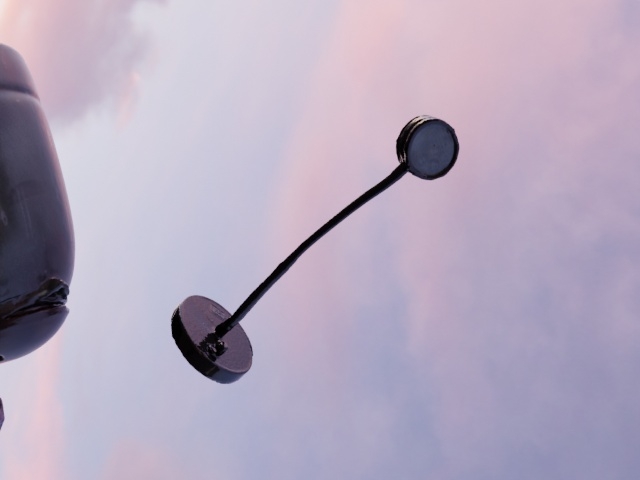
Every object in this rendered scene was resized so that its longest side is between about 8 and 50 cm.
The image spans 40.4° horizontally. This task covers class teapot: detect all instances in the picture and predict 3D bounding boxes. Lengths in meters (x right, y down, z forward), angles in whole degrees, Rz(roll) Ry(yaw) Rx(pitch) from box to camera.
[{"bbox_3d":[-0.409,-0.006,0.925,0.314,0.233,0.312,-23,-94,24],"label":"teapot"}]

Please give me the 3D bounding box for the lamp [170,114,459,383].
[{"bbox_3d":[-0.015,-0.010,0.959,0.371,0.130,0.108,-51,-152,1],"label":"lamp"}]

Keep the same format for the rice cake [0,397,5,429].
[{"bbox_3d":[-0.283,0.185,0.678,0.207,0.047,0.036,-60,-137,38],"label":"rice cake"}]
